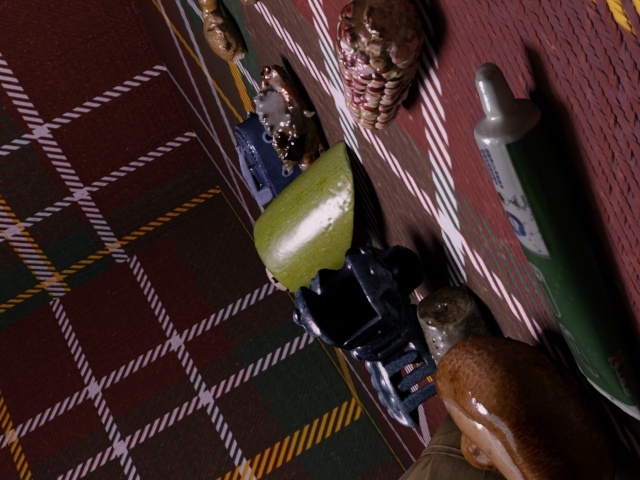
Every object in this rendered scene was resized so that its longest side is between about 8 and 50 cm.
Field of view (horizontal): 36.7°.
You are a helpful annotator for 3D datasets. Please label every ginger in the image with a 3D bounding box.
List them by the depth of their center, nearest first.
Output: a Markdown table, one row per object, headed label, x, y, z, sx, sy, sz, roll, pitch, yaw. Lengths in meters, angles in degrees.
| label | x | y | z | sx | sy | sz | roll | pitch | yaw |
| --- | --- | --- | --- | --- | --- | --- | --- | --- | --- |
| ginger | -0.205 | -0.425 | 1.901 | 0.096 | 0.067 | 0.165 | -86 | -27 | -64 |

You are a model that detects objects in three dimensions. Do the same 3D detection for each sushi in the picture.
| label | x | y | z | sx | sy | sz | roll | pitch | yaw |
| --- | --- | --- | --- | --- | --- | --- | --- | --- | --- |
| sushi | -0.052 | -0.196 | 1.681 | 0.097 | 0.103 | 0.226 | 17 | 140 | 54 |

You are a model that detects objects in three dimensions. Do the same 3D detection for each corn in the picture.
| label | x | y | z | sx | sy | sz | roll | pitch | yaw |
| --- | --- | --- | --- | --- | --- | --- | --- | --- | --- |
| corn | 0.059 | -0.191 | 1.060 | 0.092 | 0.092 | 0.280 | 59 | 174 | 8 |

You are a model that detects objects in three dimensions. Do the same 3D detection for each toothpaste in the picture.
| label | x | y | z | sx | sy | sz | roll | pitch | yaw |
| --- | --- | --- | --- | --- | --- | --- | --- | --- | --- |
| toothpaste | 0.221 | 0.010 | 0.891 | 0.392 | 0.061 | 0.099 | 61 | 172 | -27 |

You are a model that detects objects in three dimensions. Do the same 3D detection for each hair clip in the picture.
| label | x | y | z | sx | sy | sz | roll | pitch | yaw |
| --- | --- | --- | --- | --- | --- | --- | --- | --- | --- |
| hair clip | 0.094 | 0.125 | 1.457 | 0.310 | 0.194 | 0.206 | 49 | -169 | -32 |

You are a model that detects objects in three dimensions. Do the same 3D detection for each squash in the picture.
| label | x | y | z | sx | sy | sz | roll | pitch | yaw |
| --- | --- | --- | --- | --- | --- | --- | --- | --- | --- |
| squash | 0.021 | -0.039 | 1.673 | 0.189 | 0.260 | 0.189 | 32 | -144 | -27 |

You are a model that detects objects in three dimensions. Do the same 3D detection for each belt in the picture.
| label | x | y | z | sx | sy | sz | roll | pitch | yaw |
| --- | --- | --- | --- | --- | --- | --- | --- | --- | --- |
| belt | -0.103 | -0.162 | 1.979 | 0.122 | 0.128 | 0.218 | 51 | 168 | 46 |

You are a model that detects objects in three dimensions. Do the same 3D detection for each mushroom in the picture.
| label | x | y | z | sx | sy | sz | roll | pitch | yaw |
| --- | --- | --- | --- | --- | --- | --- | --- | --- | --- |
| mushroom | 0.241 | 0.217 | 1.129 | 0.253 | 0.153 | 0.253 | 50 | 173 | 8 |

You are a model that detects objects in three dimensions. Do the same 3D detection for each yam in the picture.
| label | x | y | z | sx | sy | sz | roll | pitch | yaw |
| --- | --- | --- | --- | --- | --- | --- | --- | --- | --- |
| yam | 0.205 | 0.160 | 1.357 | 0.183 | 0.107 | 0.107 | 64 | 171 | -12 |

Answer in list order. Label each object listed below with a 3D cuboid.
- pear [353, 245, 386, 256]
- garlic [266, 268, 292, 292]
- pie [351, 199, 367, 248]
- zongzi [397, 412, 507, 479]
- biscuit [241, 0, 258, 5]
| label | x | y | z | sx | sy | sz | roll | pitch | yaw |
| --- | --- | --- | --- | --- | --- | --- | --- | --- | --- |
| pear | 0.086 | 0.066 | 1.693 | 0.131 | 0.107 | 0.107 | 48 | 165 | 43 |
| garlic | 0.000 | 0.000 | 1.925 | 0.212 | 0.218 | 0.219 | 0 | 130 | 32 |
| pie | 0.035 | -0.036 | 1.779 | 0.153 | 0.038 | 0.154 | 46 | 146 | 44 |
| zongzi | 0.331 | 0.359 | 1.367 | 0.447 | 0.418 | 0.181 | 5 | 126 | 29 |
| biscuit | -0.190 | -0.539 | 1.515 | 0.217 | 0.044 | 0.325 | 50 | 167 | 46 |
